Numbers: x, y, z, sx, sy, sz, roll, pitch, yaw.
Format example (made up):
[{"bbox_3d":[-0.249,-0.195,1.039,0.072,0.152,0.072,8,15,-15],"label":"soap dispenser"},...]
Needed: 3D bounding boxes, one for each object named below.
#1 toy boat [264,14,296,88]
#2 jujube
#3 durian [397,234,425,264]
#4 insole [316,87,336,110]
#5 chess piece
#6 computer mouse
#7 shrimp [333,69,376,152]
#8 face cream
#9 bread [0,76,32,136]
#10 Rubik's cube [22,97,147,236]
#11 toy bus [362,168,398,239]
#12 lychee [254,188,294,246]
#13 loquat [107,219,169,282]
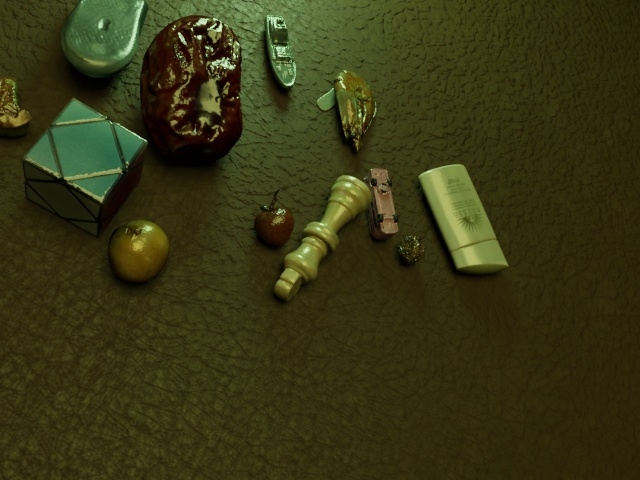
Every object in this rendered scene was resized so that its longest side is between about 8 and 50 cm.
[{"bbox_3d":[-0.119,-0.568,1.959,0.078,0.085,0.261,-3,69,-23],"label":"toy boat"},{"bbox_3d":[-0.330,-0.395,1.707,0.276,0.276,0.377,1,71,-20],"label":"jujube"},{"bbox_3d":[0.259,0.025,1.846,0.080,0.091,0.080,23,40,-21],"label":"durian"},{"bbox_3d":[0.059,-0.455,2.025,0.188,0.004,0.064,-39,84,-30],"label":"insole"},{"bbox_3d":[0.000,0.000,1.747,0.117,0.117,0.397,36,62,-3],"label":"chess piece"},{"bbox_3d":[-0.582,-0.563,1.761,0.188,0.122,0.371,17,56,-17],"label":"computer mouse"},{"bbox_3d":[0.109,-0.393,1.986,0.154,0.062,0.294,13,65,-29],"label":"shrimp"},{"bbox_3d":[0.424,-0.056,1.946,0.173,0.081,0.349,-12,72,-25],"label":"face cream"},{"bbox_3d":[-0.787,-0.325,1.596,0.125,0.086,0.156,-19,75,-25],"label":"bread"},{"bbox_3d":[-0.556,-0.168,1.548,0.205,0.207,0.205,30,62,-6],"label":"Rubik's cube"},{"bbox_3d":[0.169,-0.101,1.864,0.063,0.090,0.203,1,68,-21],"label":"toy bus"},{"bbox_3d":[-0.117,-0.054,1.719,0.101,0.114,0.140,11,79,-49],"label":"lychee"},{"bbox_3d":[-0.431,0.026,1.548,0.137,0.163,0.163,5,64,4],"label":"loquat"}]
